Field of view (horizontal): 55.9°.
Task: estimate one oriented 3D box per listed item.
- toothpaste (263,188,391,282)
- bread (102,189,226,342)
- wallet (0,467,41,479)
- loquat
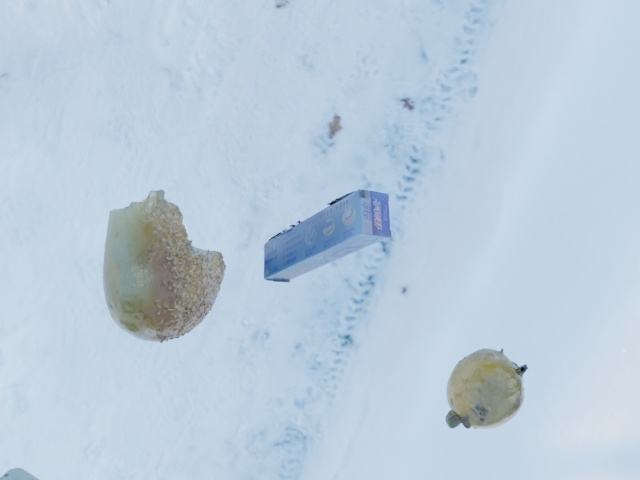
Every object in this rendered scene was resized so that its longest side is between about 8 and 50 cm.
[{"bbox_3d":[0.000,0.000,0.871,0.053,0.272,0.066,7,71,-32],"label":"toothpaste"},{"bbox_3d":[-0.267,0.071,1.021,0.172,0.191,0.314,7,150,6],"label":"bread"},{"bbox_3d":[-0.438,0.420,0.750,0.290,0.252,0.054,-38,123,-43],"label":"wallet"},{"bbox_3d":[0.339,0.317,1.261,0.204,0.149,0.172,-45,148,-3],"label":"loquat"}]
